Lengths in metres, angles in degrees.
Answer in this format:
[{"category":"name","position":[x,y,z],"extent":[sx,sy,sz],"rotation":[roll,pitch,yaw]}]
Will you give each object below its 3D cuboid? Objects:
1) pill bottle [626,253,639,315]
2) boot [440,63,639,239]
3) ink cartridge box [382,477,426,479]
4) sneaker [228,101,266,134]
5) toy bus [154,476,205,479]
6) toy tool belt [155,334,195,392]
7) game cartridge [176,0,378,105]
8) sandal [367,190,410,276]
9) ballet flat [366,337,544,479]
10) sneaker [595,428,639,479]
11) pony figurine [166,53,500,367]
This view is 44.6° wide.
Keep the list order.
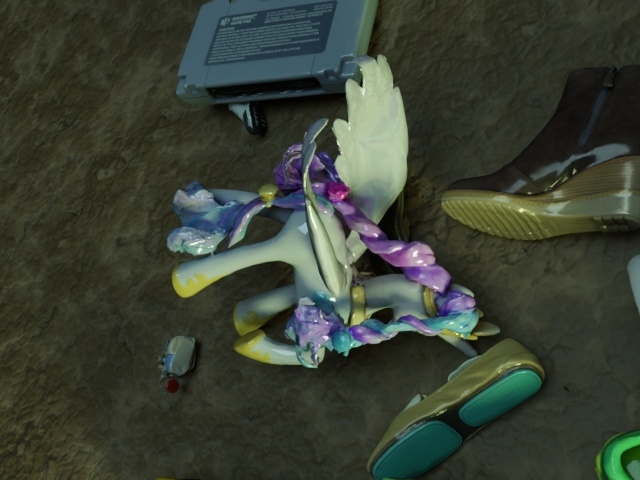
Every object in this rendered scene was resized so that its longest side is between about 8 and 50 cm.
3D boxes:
[{"category":"pill bottle","position":[0.453,0.051,0.702],"extent":[0.302,0.169,0.169],"rotation":[-19,65,23]},{"category":"boot","position":[0.279,-0.108,0.924],"extent":[0.249,0.090,0.206],"rotation":[3,63,31]},{"category":"ink cartridge box","position":[0.191,0.358,0.773],"extent":[0.273,0.115,0.198],"rotation":[1,73,29]},{"category":"sneaker","position":[-0.114,-0.198,1.187],"extent":[0.044,0.040,0.109],"rotation":[-33,52,20]},{"category":"toy bus","position":[-0.084,0.349,0.907],"extent":[0.333,0.130,0.108],"rotation":[0,72,30]},{"category":"toy tool belt","position":[-0.207,0.174,1.107],"extent":[0.051,0.052,0.083],"rotation":[-12,60,60]},{"category":"game cartridge","position":[-0.062,-0.301,1.160],"extent":[0.297,0.062,0.198],"rotation":[0,58,26]},{"category":"sandal","position":[0.090,-0.014,1.005],"extent":[0.072,0.049,0.180],"rotation":[-17,80,31]},{"category":"ballet flat","position":[0.149,0.194,0.893],"extent":[0.232,0.080,0.073],"rotation":[-35,32,12]},{"category":"sneaker","position":[0.399,0.222,0.700],"extent":[0.296,0.123,0.109],"rotation":[-5,70,27]},{"category":"pony figurine","position":[0.000,0.000,0.903],"extent":[0.364,0.350,0.303],"rotation":[-5,29,28]}]
